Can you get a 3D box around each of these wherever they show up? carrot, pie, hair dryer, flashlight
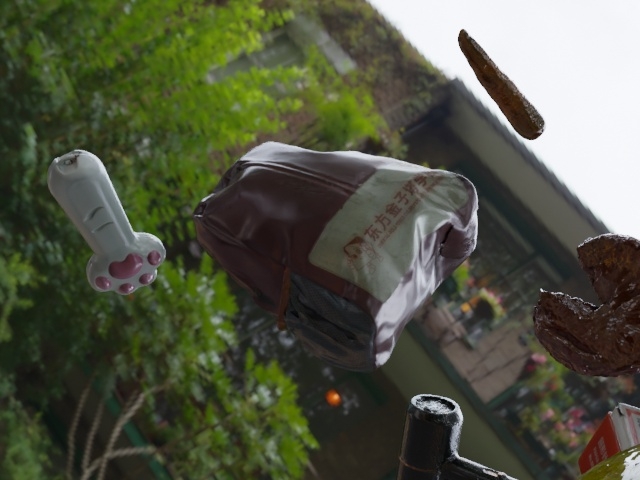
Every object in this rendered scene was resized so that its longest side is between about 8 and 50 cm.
[{"bbox_3d":[0.250,-0.217,1.473,0.191,0.047,0.047,46,-20,-15],"label":"carrot"},{"bbox_3d":[0.420,0.094,1.519,0.204,0.219,0.054,24,-8,30],"label":"pie"},{"bbox_3d":[0.292,0.399,1.782,0.352,0.107,0.189,16,-72,32],"label":"hair dryer"},{"bbox_3d":[-0.237,-0.016,1.149,0.047,0.093,0.200,58,-9,46],"label":"flashlight"}]

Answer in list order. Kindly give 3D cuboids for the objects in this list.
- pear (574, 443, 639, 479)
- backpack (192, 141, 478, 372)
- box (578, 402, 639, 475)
[{"bbox_3d":[0.179,0.182,0.475,0.198,0.198,0.198,44,-28,32],"label":"pear"},{"bbox_3d":[0.000,0.000,1.287,0.317,0.283,0.197,22,-45,26],"label":"backpack"},{"bbox_3d":[0.365,0.278,1.119,0.133,0.182,0.099,20,-61,-6],"label":"box"}]
